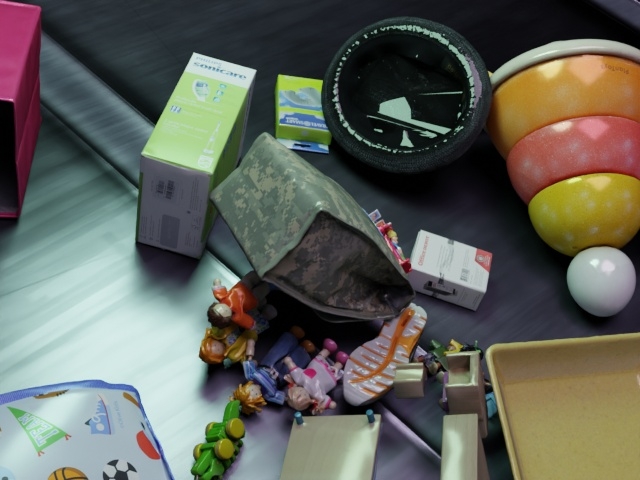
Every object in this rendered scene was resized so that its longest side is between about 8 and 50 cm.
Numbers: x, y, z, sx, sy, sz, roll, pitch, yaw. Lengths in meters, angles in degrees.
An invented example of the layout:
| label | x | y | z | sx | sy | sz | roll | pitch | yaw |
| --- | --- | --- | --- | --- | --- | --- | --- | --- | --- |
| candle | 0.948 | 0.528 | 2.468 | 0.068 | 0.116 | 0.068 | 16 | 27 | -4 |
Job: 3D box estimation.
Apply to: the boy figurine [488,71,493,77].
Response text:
| label | x | y | z | sx | sy | sz | roll | pitch | yaw |
| --- | --- | --- | --- | --- | --- | --- | --- | --- | --- |
| boy figurine | 0.330 | -0.307 | 2.041 | 0.285 | 0.092 | 0.177 | 15 | 43 | 3 |

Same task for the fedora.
| label | x | y | z | sx | sy | sz | roll | pitch | yaw |
| --- | --- | --- | --- | --- | --- | --- | --- | --- | --- |
| fedora | 0.172 | -0.261 | 1.882 | 0.334 | 0.152 | 0.334 | -5 | 75 | 18 |

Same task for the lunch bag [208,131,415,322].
| label | x | y | z | sx | sy | sz | roll | pitch | yaw |
| --- | --- | --- | --- | --- | --- | --- | --- | --- | --- |
| lunch bag | 0.000 | 0.000 | 1.522 | 0.287 | 0.169 | 0.235 | 31 | 15 | -41 |

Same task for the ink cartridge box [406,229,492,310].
| label | x | y | z | sx | sy | sz | roll | pitch | yaw |
| --- | --- | --- | --- | --- | --- | --- | --- | --- | --- |
| ink cartridge box | 0.221 | 0.051 | 1.701 | 0.135 | 0.056 | 0.099 | 19 | 46 | 1 |

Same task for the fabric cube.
| label | x | y | z | sx | sy | sz | roll | pitch | yaw |
| --- | --- | --- | --- | --- | --- | --- | --- | --- | --- |
| fabric cube | -0.599 | -0.223 | 1.593 | 0.254 | 0.259 | 0.258 | 5 | 45 | -10 |

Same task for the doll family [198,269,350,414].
| label | x | y | z | sx | sy | sz | roll | pitch | yaw |
| --- | --- | --- | --- | --- | --- | --- | --- | --- | --- |
| doll family | -0.090 | 0.175 | 1.484 | 0.263 | 0.118 | 0.163 | 46 | 44 | 2 |

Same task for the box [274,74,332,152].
| label | x | y | z | sx | sy | sz | roll | pitch | yaw |
| --- | --- | --- | --- | --- | --- | --- | --- | --- | --- |
| box | -0.034 | -0.250 | 1.920 | 0.109 | 0.042 | 0.178 | 6 | 46 | -10 |

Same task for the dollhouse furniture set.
| label | x | y | z | sx | sy | sz | roll | pitch | yaw |
| --- | --- | --- | --- | --- | --- | --- | --- | --- | --- |
| dollhouse furniture set | 0.084 | 0.332 | 1.382 | 0.303 | 0.198 | 0.286 | -5 | 37 | 14 |

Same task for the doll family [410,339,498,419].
| label | x | y | z | sx | sy | sz | roll | pitch | yaw |
| --- | --- | --- | --- | --- | --- | --- | --- | --- | --- |
| doll family | 0.239 | 0.219 | 1.546 | 0.111 | 0.076 | 0.193 | -18 | 60 | -34 |

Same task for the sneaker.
| label | x | y | z | sx | sy | sz | roll | pitch | yaw |
| --- | --- | --- | --- | --- | --- | --- | --- | --- | --- |
| sneaker | 0.101 | 0.188 | 1.521 | 0.084 | 0.083 | 0.215 | 28 | 46 | 18 |

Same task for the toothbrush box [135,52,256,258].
| label | x | y | z | sx | sy | sz | roll | pitch | yaw |
| --- | --- | --- | --- | --- | --- | --- | --- | --- | --- |
| toothbrush box | -0.210 | -0.146 | 1.662 | 0.122 | 0.206 | 0.283 | 17 | 47 | 1 |

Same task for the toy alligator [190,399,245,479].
| label | x | y | z | sx | sy | sz | roll | pitch | yaw |
| --- | --- | --- | --- | --- | --- | --- | --- | --- | --- |
| toy alligator | -0.146 | 0.308 | 1.372 | 0.051 | 0.056 | 0.190 | 52 | 42 | -23 |

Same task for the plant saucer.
| label | x | y | z | sx | sy | sz | roll | pitch | yaw |
| --- | --- | --- | --- | --- | --- | --- | --- | --- | --- |
| plant saucer | 0.412 | 0.313 | 1.453 | 0.333 | 0.081 | 0.333 | -2 | 66 | -18 |

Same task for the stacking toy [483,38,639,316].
| label | x | y | z | sx | sy | sz | roll | pitch | yaw |
| --- | --- | --- | --- | --- | --- | --- | --- | --- | --- |
| stacking toy | 0.475 | -0.090 | 1.787 | 0.350 | 0.350 | 0.480 | 5 | 64 | -11 |

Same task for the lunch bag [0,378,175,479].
| label | x | y | z | sx | sy | sz | roll | pitch | yaw |
| --- | --- | --- | --- | --- | --- | --- | --- | --- | --- |
| lunch bag | -0.349 | 0.359 | 1.142 | 0.385 | 0.239 | 0.328 | -16 | 52 | -19 |

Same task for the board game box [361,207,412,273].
| label | x | y | z | sx | sy | sz | roll | pitch | yaw |
| --- | --- | --- | --- | --- | --- | --- | --- | --- | --- |
| board game box | 0.122 | 0.010 | 1.636 | 0.033 | 0.169 | 0.133 | -31 | 18 | -3 |

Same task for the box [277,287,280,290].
| label | x | y | z | sx | sy | sz | roll | pitch | yaw |
| --- | --- | --- | --- | --- | --- | --- | --- | --- | --- |
| box | -0.006 | 0.031 | 1.671 | 0.186 | 0.038 | 0.145 | 12 | 47 | -6 |
